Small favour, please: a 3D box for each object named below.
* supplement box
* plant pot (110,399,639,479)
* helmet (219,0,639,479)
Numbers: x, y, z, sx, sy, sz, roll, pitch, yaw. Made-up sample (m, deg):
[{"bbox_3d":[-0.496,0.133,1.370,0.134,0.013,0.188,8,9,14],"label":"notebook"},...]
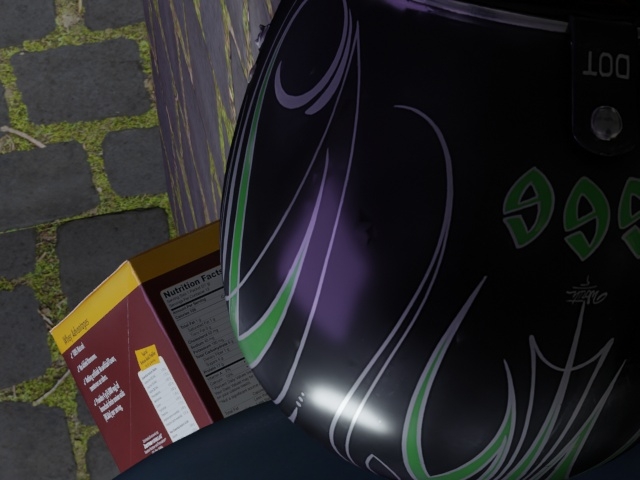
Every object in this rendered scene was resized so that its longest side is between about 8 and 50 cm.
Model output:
[{"bbox_3d":[-0.081,0.104,1.393,0.194,0.129,0.191,62,149,6],"label":"supplement box"},{"bbox_3d":[0.016,0.187,0.692,0.293,0.235,0.293,170,90,-88],"label":"plant pot"},{"bbox_3d":[0.046,-0.003,0.560,0.169,0.169,0.161,-120,37,-68],"label":"helmet"}]
